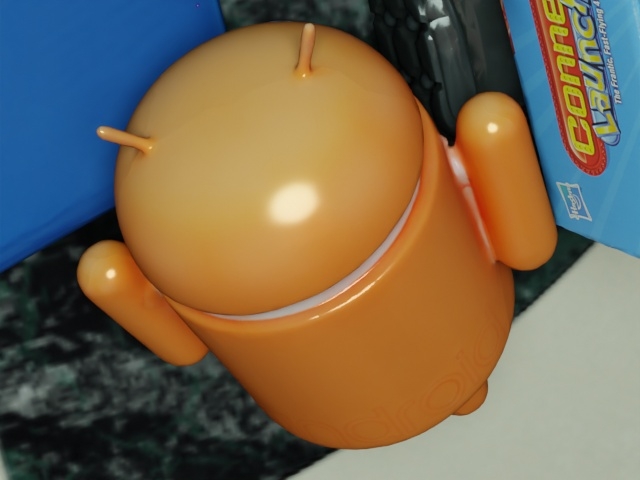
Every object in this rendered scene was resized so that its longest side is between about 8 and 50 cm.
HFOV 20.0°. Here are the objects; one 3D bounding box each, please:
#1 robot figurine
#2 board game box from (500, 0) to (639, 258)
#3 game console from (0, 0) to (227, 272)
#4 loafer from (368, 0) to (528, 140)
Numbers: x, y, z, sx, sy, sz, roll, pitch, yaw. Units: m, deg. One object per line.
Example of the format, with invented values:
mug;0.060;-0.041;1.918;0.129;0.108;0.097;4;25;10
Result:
robot figurine;0.002;-0.001;0.721;0.128;0.158;0.219;-62;144;-20
board game box;0.195;-0.191;0.686;0.308;0.086;0.302;-29;118;-23
game console;-0.198;-0.124;0.687;0.250;0.173;0.293;-3;119;20
loafer;0.052;-0.150;0.727;0.078;0.076;0.223;-24;115;-20
